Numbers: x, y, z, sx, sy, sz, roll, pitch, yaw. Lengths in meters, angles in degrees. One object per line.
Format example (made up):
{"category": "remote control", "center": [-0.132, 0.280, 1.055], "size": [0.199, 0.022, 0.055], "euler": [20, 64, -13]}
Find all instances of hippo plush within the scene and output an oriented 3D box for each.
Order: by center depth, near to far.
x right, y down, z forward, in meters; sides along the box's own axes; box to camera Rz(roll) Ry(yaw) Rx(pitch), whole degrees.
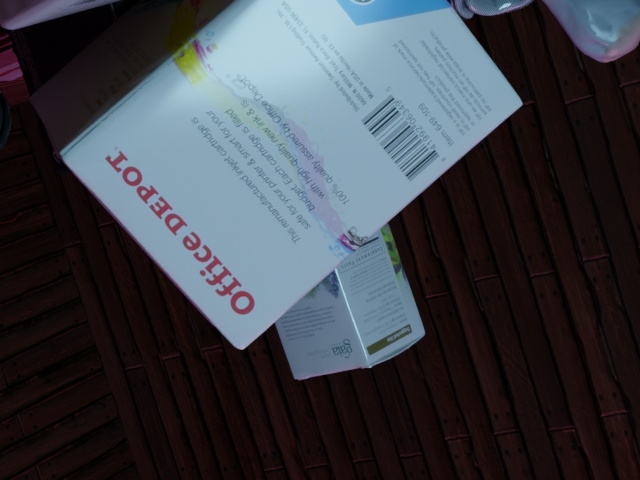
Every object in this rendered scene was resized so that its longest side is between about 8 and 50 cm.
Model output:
{"category": "hippo plush", "center": [0.277, -0.309, 1.772], "size": [0.294, 0.234, 0.236], "euler": [-18, -175, 0]}

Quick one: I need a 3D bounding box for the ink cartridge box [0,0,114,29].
{"category": "ink cartridge box", "center": [-0.053, -0.174, 0.736], "size": [0.160, 0.092, 0.219], "euler": [-21, -174, -29]}

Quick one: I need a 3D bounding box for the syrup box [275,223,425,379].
{"category": "syrup box", "center": [0.000, 0.000, 1.479], "size": [0.093, 0.236, 0.096], "euler": [-15, -173, 41]}

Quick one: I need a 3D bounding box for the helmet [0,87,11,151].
{"category": "helmet", "center": [-0.277, -0.082, 0.936], "size": [0.161, 0.169, 0.169], "euler": [-34, -172, -9]}

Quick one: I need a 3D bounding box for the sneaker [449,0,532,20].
{"category": "sneaker", "center": [0.126, -0.252, 1.267], "size": [0.101, 0.153, 0.268], "euler": [-16, -174, 12]}

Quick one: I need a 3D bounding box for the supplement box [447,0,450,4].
{"category": "supplement box", "center": [0.037, -0.291, 1.801], "size": [0.194, 0.129, 0.191], "euler": [-20, -174, -20]}

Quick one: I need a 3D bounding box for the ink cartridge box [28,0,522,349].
{"category": "ink cartridge box", "center": [-0.041, -0.101, 1.182], "size": [0.270, 0.198, 0.197], "euler": [-41, -156, -1]}

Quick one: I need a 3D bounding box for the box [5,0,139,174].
{"category": "box", "center": [-0.091, -0.190, 1.451], "size": [0.296, 0.182, 0.294], "euler": [-21, -175, -24]}

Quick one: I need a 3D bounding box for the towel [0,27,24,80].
{"category": "towel", "center": [-0.247, -0.228, 1.819], "size": [0.237, 0.037, 0.329], "euler": [-15, 178, 34]}
